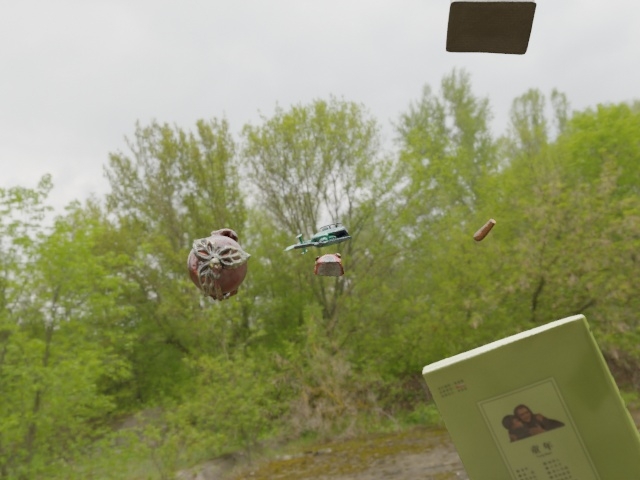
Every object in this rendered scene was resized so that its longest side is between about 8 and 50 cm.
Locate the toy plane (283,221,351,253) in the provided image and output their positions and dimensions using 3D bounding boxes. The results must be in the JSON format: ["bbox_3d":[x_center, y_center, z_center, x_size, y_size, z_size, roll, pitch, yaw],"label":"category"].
[{"bbox_3d":[0.000,0.000,1.703,0.235,0.060,0.096,-12,19,28],"label":"toy plane"}]

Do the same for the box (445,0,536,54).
[{"bbox_3d":[0.564,-0.732,1.846,0.273,0.143,0.184,5,-43,13],"label":"box"}]

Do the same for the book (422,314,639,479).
[{"bbox_3d":[0.324,0.301,0.781,0.239,0.352,0.035,-24,2,19],"label":"book"}]

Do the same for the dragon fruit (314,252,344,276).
[{"bbox_3d":[0.024,0.062,1.513,0.083,0.060,0.056,1,-61,-2],"label":"dragon fruit"}]

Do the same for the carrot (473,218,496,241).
[{"bbox_3d":[0.527,-0.031,1.781,0.032,0.032,0.093,1,-40,-34],"label":"carrot"}]

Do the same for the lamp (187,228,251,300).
[{"bbox_3d":[-0.270,0.055,1.431,0.151,0.215,0.223,5,-18,-21],"label":"lamp"}]
